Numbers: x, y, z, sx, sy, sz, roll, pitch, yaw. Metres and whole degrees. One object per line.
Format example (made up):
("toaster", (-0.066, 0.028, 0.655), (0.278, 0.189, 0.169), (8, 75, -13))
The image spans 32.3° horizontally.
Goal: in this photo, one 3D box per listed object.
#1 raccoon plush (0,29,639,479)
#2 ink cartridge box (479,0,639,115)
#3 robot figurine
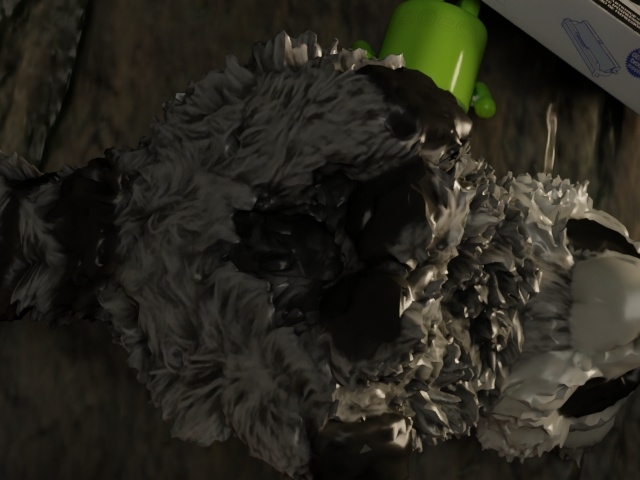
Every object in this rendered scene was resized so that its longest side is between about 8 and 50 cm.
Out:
("raccoon plush", (0.000, 0.000, 0.686), (0.446, 0.299, 0.216), (24, 94, 34))
("ink cartridge box", (0.161, -0.163, 0.727), (0.207, 0.046, 0.097), (37, 35, 5))
("robot figurine", (0.070, -0.112, 0.728), (0.101, 0.067, 0.115), (19, 79, -10))
